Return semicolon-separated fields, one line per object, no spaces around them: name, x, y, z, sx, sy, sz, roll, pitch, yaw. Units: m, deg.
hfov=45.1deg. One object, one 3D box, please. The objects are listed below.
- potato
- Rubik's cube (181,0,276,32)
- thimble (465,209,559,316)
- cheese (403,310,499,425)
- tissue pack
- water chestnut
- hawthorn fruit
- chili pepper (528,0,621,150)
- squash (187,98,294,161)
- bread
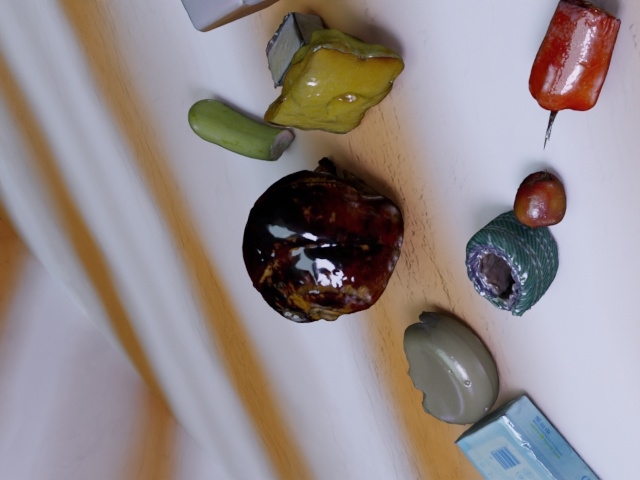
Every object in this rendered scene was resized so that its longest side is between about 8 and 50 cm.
potato;-0.037;-0.304;1.239;0.122;0.061;0.086;-46;55;54
Rubik's cube;0.000;-0.471;0.817;0.347;0.344;0.346;-2;115;54
thimble;0.276;0.031;1.123;0.118;0.090;0.135;25;138;41
cheese;0.224;0.218;1.348;0.175;0.091;0.202;-5;112;53
tissue pack;0.375;0.406;1.322;0.263;0.089;0.177;48;147;8
water chestnut;0.000;0.000;1.312;0.289;0.244;0.289;23;132;28
hawthorn fruit;0.297;-0.055;1.045;0.077;0.077;0.077;32;139;32
chili pepper;0.292;-0.193;0.916;0.084;0.086;0.192;15;125;8
squash;-0.160;-0.209;1.475;0.250;0.083;0.083;26;136;34
bread;0.018;-0.242;1.174;0.233;0.161;0.088;-34;62;60
